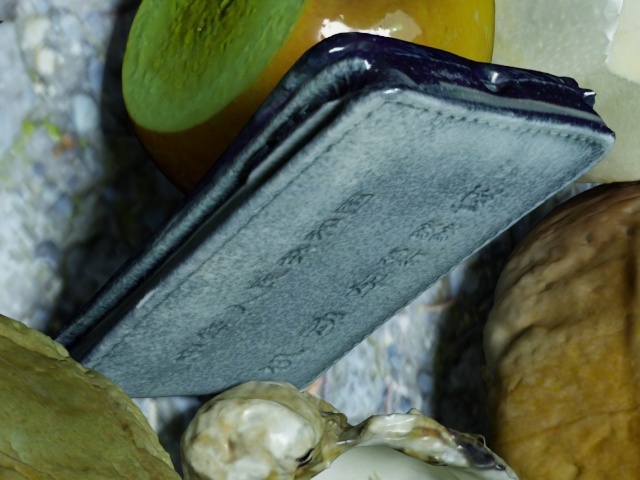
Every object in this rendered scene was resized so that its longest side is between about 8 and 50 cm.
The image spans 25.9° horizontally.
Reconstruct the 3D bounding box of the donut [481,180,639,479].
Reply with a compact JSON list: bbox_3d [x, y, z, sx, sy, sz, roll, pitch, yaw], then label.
[{"bbox_3d":[0.210,0.091,0.793,0.317,0.150,0.299,31,53,-53],"label":"donut"}]

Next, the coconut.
[{"bbox_3d":[0.129,-0.141,0.751,0.236,0.197,0.237,4,84,-41],"label":"coconut"}]

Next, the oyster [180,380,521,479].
[{"bbox_3d":[0.029,0.189,0.663,0.166,0.094,0.295,-19,107,-31],"label":"oyster"}]

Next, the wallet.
[{"bbox_3d":[0.001,0.002,0.567,0.167,0.222,0.036,4,51,-49],"label":"wallet"}]

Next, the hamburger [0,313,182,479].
[{"bbox_3d":[-0.124,0.093,0.424,0.183,0.206,0.130,26,100,-32],"label":"hamburger"}]

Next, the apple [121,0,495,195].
[{"bbox_3d":[-0.003,-0.090,0.613,0.163,0.147,0.146,-7,55,-37],"label":"apple"}]
